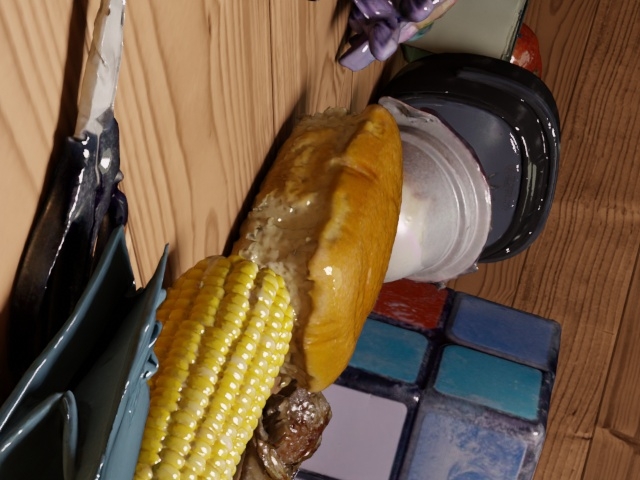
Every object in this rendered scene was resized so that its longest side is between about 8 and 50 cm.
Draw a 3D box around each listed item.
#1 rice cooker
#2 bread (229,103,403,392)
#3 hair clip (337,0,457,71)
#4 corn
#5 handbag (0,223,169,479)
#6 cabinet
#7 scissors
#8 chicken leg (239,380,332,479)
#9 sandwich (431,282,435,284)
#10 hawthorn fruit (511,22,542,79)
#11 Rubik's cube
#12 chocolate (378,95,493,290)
[{"bbox_3d":[0.178,-0.105,1.920,0.224,0.267,0.267,-45,150,-66],"label":"rice cooker"},{"bbox_3d":[0.000,0.000,1.290,0.245,0.121,0.174,-63,169,-47],"label":"bread"},{"bbox_3d":[0.064,-0.214,1.454,0.137,0.090,0.278,-40,176,11],"label":"hair clip"},{"bbox_3d":[-0.089,0.117,0.963,0.093,0.093,0.244,97,13,-53],"label":"corn"},{"bbox_3d":[-0.117,0.101,0.783,0.221,0.057,0.144,104,5,-59],"label":"handbag"},{"bbox_3d":[0.208,-0.327,2.059,0.145,0.150,0.206,26,81,-83],"label":"cabinet"},{"bbox_3d":[-0.102,-0.064,0.711,0.109,0.022,0.300,-58,166,-59],"label":"scissors"},{"bbox_3d":[-0.058,0.231,1.589,0.196,0.080,0.125,-68,164,12],"label":"chicken leg"},{"bbox_3d":[0.124,-0.032,2.099,0.117,0.144,0.187,100,9,-55],"label":"sandwich"},{"bbox_3d":[0.245,-0.259,2.388,0.243,0.207,0.207,-97,-159,-75],"label":"hawthorn fruit"},{"bbox_3d":[0.115,0.253,1.960,0.316,0.318,0.313,-62,167,-64],"label":"Rubik's cube"},{"bbox_3d":[0.069,-0.035,1.619,0.147,0.221,0.221,-23,132,-56],"label":"chocolate"}]
